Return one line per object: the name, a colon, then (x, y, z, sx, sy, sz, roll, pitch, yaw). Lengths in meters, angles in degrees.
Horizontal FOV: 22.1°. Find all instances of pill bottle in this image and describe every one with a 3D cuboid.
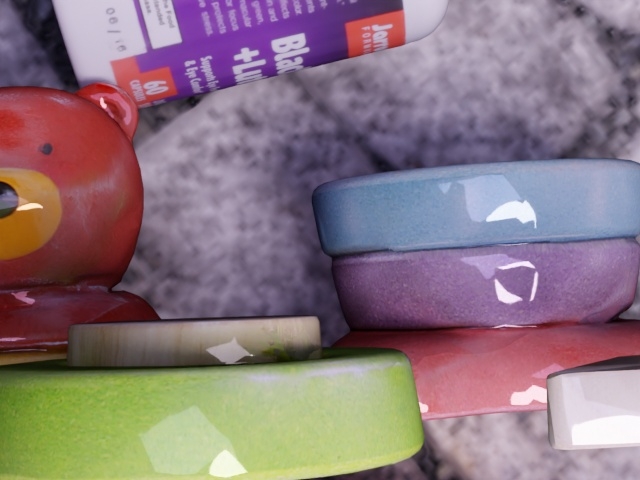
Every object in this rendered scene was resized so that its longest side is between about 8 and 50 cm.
pill bottle: (-0.010, -0.123, 0.658, 0.193, 0.108, 0.108, -14, 89, 0)

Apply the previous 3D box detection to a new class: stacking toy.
stacking toy: (0.000, 0.000, 0.561, 0.309, 0.279, 0.130, -3, 89, -15)
